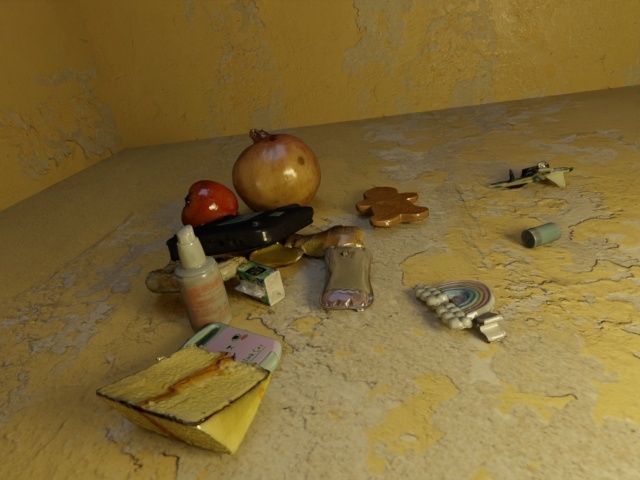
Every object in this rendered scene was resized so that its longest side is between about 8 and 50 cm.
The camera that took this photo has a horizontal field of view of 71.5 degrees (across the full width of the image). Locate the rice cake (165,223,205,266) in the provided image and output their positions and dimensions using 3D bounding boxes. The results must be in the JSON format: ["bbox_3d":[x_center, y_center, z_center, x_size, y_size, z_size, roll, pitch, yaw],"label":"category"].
[{"bbox_3d":[-0.415,0.027,1.403,0.042,0.080,0.222,29,30,-4],"label":"rice cake"}]

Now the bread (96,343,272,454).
[{"bbox_3d":[-0.225,0.242,0.770,0.240,0.135,0.178,3,47,29],"label":"bread"}]

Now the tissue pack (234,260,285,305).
[{"bbox_3d":[-0.159,0.112,1.120,0.111,0.085,0.079,16,37,41],"label":"tissue pack"}]

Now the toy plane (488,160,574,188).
[{"bbox_3d":[0.702,-0.220,1.496,0.262,0.088,0.192,1,0,27],"label":"toy plane"}]

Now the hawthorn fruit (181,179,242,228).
[{"bbox_3d":[-0.368,-0.108,1.565,0.225,0.196,0.196,12,16,-26],"label":"hawthorn fruit"}]

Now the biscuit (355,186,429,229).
[{"bbox_3d":[0.231,-0.114,1.493,0.216,0.047,0.340,-11,23,-8],"label":"biscuit"}]

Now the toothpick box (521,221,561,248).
[{"bbox_3d":[0.573,-0.013,1.156,0.083,0.052,0.052,-15,26,-14],"label":"toothpick box"}]

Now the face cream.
[{"bbox_3d":[-0.279,0.086,1.019,0.101,0.252,0.101,-8,26,4],"label":"face cream"}]

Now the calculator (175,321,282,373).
[{"bbox_3d":[-0.193,0.237,0.922,0.246,0.045,0.141,8,30,34],"label":"calculator"}]

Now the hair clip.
[{"bbox_3d":[0.309,0.139,0.950,0.140,0.054,0.220,-20,23,-7],"label":"hair clip"}]

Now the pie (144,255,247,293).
[{"bbox_3d":[-0.330,0.085,1.200,0.274,0.055,0.274,-9,9,2],"label":"pie"}]

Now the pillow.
[{"bbox_3d":[0.068,0.087,1.108,0.130,0.038,0.233,-1,39,8],"label":"pillow"}]

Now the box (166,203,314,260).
[{"bbox_3d":[-0.222,-0.028,1.307,0.350,0.091,0.359,-9,11,22],"label":"box"}]

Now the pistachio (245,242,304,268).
[{"bbox_3d":[-0.128,0.047,1.282,0.173,0.049,0.089,-2,49,11],"label":"pistachio"}]

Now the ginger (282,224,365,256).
[{"bbox_3d":[0.000,0.000,1.303,0.294,0.086,0.131,5,51,38],"label":"ginger"}]

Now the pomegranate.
[{"bbox_3d":[-0.162,-0.254,1.603,0.338,0.338,0.338,-8,26,4],"label":"pomegranate"}]
